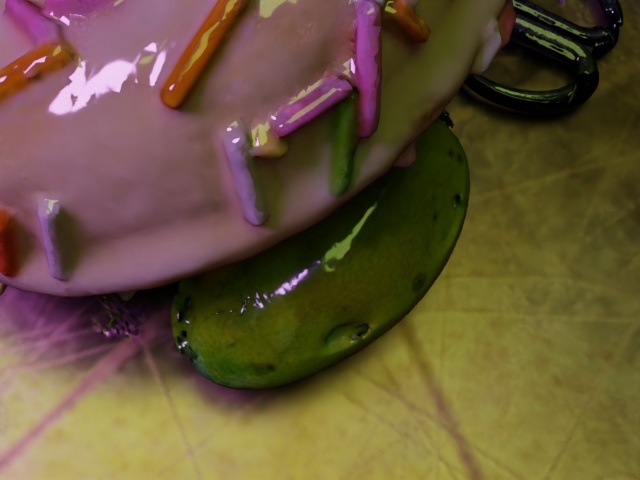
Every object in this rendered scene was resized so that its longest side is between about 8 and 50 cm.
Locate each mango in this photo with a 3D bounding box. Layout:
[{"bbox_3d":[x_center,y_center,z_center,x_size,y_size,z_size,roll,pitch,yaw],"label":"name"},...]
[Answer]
[{"bbox_3d":[0.001,0.001,0.612,0.119,0.100,0.178,30,77,42],"label":"mango"}]

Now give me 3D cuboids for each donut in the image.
[{"bbox_3d":[-0.112,-0.138,0.570,0.307,0.150,0.371,-45,61,-5],"label":"donut"}]

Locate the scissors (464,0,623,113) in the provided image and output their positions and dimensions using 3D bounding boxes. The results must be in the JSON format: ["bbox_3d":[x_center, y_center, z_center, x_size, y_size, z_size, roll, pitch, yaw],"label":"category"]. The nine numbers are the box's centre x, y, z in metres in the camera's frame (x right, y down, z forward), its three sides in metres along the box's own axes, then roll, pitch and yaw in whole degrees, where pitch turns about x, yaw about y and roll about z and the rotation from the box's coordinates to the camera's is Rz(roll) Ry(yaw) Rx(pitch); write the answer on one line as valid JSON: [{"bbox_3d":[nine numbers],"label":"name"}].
[{"bbox_3d":[0.031,-0.169,0.710,0.300,0.022,0.109,27,67,3],"label":"scissors"}]
